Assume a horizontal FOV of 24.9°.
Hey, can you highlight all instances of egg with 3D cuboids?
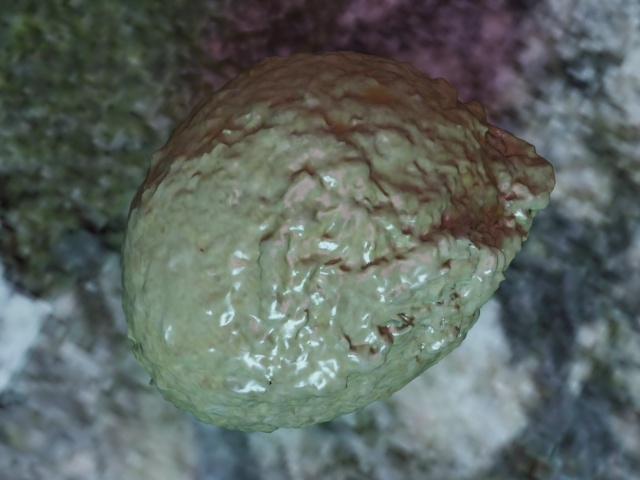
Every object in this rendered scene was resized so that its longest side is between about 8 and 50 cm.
[{"bbox_3d":[0.000,0.000,0.461,0.140,0.116,0.118,-41,60,-10],"label":"egg"}]
